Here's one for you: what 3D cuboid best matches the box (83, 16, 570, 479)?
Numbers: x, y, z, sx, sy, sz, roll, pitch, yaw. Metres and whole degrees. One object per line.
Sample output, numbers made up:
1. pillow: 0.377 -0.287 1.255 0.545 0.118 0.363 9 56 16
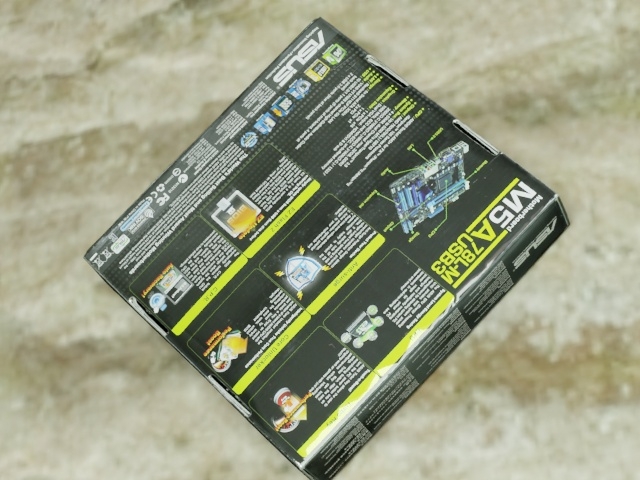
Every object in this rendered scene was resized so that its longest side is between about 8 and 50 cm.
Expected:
1. box: 0.000 0.000 0.810 0.184 0.045 0.190 40 83 26
